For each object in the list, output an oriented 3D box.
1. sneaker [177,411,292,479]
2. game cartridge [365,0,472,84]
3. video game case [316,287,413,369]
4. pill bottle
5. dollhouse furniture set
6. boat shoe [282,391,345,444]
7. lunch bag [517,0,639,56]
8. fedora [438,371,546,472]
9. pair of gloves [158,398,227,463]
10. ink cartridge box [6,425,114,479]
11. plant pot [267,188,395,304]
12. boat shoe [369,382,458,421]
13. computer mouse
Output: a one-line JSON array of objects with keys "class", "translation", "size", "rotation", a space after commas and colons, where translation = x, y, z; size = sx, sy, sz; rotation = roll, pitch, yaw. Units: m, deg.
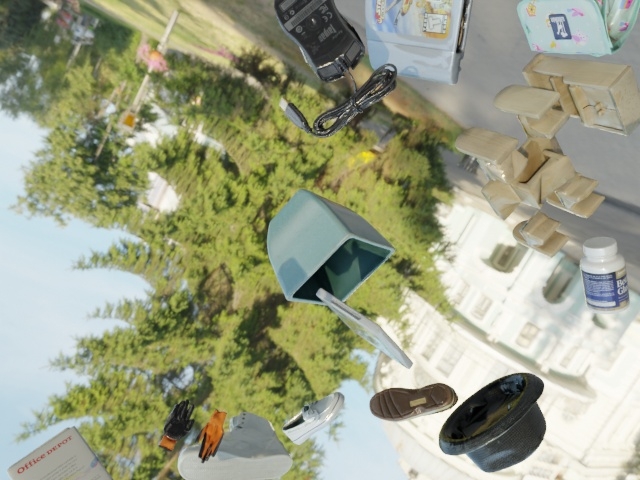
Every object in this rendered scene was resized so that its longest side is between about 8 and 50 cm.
[{"class": "sneaker", "translation": [-0.232, 0.521, 1.315], "size": [0.293, 0.108, 0.169], "rotation": [15, -164, -31]}, {"class": "game cartridge", "translation": [0.175, -0.445, 0.928], "size": [0.198, 0.297, 0.062], "rotation": [18, -147, 27]}, {"class": "video game case", "translation": [0.103, 0.205, 1.198], "size": [0.193, 0.023, 0.212], "rotation": [29, 166, 43]}, {"class": "pill bottle", "translation": [0.669, 0.081, 1.221], "size": [0.094, 0.094, 0.169], "rotation": [-125, 16, -71]}, {"class": "dollhouse furniture set", "translation": [0.523, -0.238, 1.251], "size": [0.362, 0.394, 0.256], "rotation": [43, 179, -36]}, {"class": "boat shoe", "translation": [-0.025, 0.529, 1.557], "size": [0.076, 0.226, 0.083], "rotation": [39, -167, -16]}, {"class": "lunch bag", "translation": [0.547, -0.527, 1.088], "size": [0.160, 0.262, 0.223], "rotation": [-8, -158, -26]}, {"class": "fedora", "translation": [0.491, 0.511, 1.405], "size": [0.152, 0.334, 0.334], "rotation": [53, -169, 3]}, {"class": "pair of gloves", "translation": [-0.179, 0.269, 0.733], "size": [0.083, 0.074, 0.010], "rotation": [21, 145, -5]}, {"class": "ink cartridge box", "translation": [-0.317, 0.311, 0.648], "size": [0.122, 0.052, 0.089], "rotation": [41, -129, 22]}, {"class": "plant pot", "translation": [0.000, 0.000, 1.423], "size": [0.248, 0.247, 0.252], "rotation": [16, -147, -53]}, {"class": "boat shoe", "translation": [0.265, 0.462, 1.458], "size": [0.258, 0.095, 0.095], "rotation": [-17, 151, 33]}, {"class": "computer mouse", "translation": [-0.009, -0.298, 0.869], "size": [0.262, 0.184, 0.060], "rotation": [52, -165, 8]}]
